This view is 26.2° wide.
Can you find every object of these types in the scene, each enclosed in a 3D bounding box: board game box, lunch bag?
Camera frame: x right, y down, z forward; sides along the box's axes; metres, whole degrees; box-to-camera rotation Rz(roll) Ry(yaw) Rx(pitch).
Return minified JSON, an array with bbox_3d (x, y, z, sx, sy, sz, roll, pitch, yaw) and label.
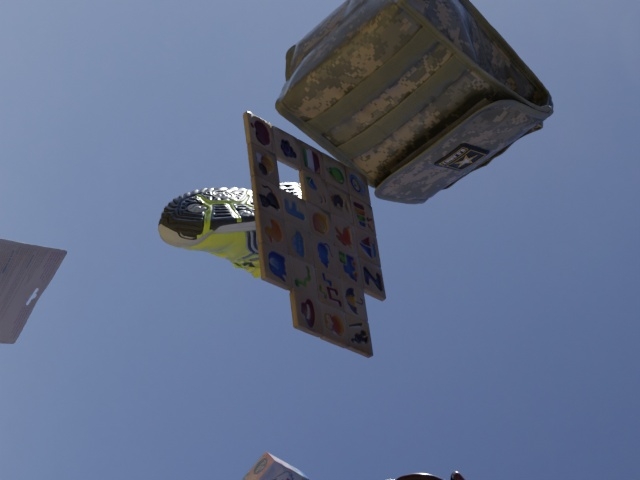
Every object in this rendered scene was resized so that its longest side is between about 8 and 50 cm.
[{"bbox_3d":[-0.067,0.297,1.606,0.090,0.090,0.020,-49,-126,-1],"label":"board game box"},{"bbox_3d":[0.125,-0.181,1.740,0.235,0.287,0.169,-36,-152,31],"label":"lunch bag"}]

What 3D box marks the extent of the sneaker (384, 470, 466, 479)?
[{"bbox_3d":[0.103,0.411,1.882,0.162,0.281,0.106,53,3,-13],"label":"sneaker"}]

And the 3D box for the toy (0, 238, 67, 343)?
[{"bbox_3d":[-0.412,0.039,1.522,0.056,0.237,0.137,44,-71,32],"label":"toy"}]

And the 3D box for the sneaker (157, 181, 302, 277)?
[{"bbox_3d":[-0.114,-0.004,2.272,0.145,0.385,0.147,29,-69,36],"label":"sneaker"}]

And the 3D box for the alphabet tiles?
[{"bbox_3d":[0.000,0.000,1.417,0.009,0.198,0.237,-28,-125,31],"label":"alphabet tiles"}]
